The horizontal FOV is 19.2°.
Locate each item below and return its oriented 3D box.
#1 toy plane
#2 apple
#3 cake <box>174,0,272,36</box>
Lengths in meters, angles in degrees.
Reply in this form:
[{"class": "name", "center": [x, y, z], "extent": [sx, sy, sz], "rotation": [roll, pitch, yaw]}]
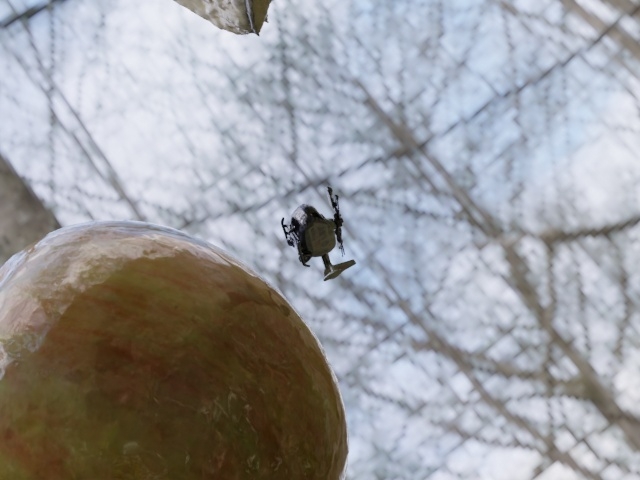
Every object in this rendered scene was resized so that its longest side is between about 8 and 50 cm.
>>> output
[{"class": "toy plane", "center": [0.000, 0.000, 1.522], "extent": [0.049, 0.031, 0.121], "rotation": [-29, -32, -9]}, {"class": "apple", "center": [-0.173, 0.176, 1.552], "extent": [0.346, 0.391, 0.391], "rotation": [38, -75, -16]}, {"class": "cake", "center": [-0.041, -0.206, 1.114], "extent": [0.086, 0.116, 0.220], "rotation": [-56, 2, -31]}]
